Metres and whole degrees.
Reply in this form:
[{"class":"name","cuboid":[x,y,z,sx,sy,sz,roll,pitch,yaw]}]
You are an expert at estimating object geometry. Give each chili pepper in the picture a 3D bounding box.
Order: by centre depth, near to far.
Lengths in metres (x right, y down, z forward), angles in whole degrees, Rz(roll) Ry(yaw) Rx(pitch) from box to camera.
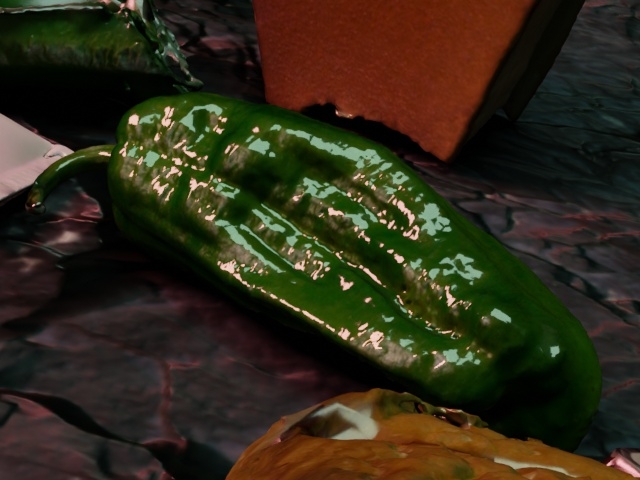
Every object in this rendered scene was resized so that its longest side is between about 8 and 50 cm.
[{"class":"chili pepper","cuboid":[0.000,0.005,0.720,0.257,0.074,0.100,28,76,34]},{"class":"chili pepper","cuboid":[-0.164,-0.106,0.893,0.216,0.062,0.108,6,21,-9]}]

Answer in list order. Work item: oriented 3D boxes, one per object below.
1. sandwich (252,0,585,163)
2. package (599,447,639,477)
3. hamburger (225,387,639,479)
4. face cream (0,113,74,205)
[{"class":"sandwich","cuboid":[0.025,-0.159,0.923,0.220,0.186,0.108,37,33,12]},{"class":"package","cuboid":[0.233,0.102,0.669,0.239,0.030,0.154,-11,33,-36]},{"class":"hamburger","cuboid":[0.049,0.110,0.486,0.183,0.130,0.206,17,26,7]},{"class":"face cream","cuboid":[-0.233,-0.072,0.813,0.244,0.058,0.092,24,25,12]}]
